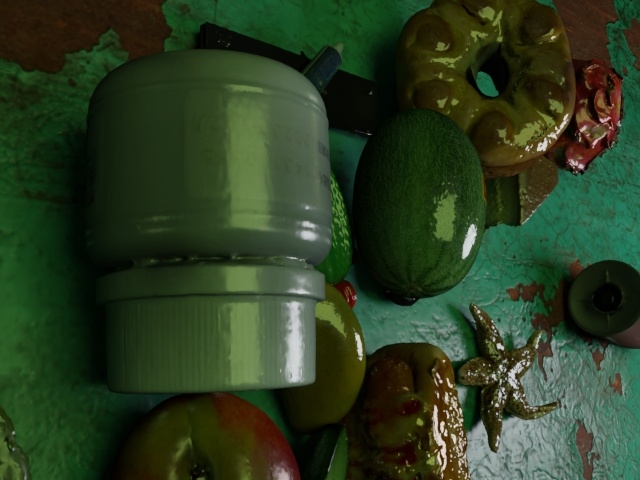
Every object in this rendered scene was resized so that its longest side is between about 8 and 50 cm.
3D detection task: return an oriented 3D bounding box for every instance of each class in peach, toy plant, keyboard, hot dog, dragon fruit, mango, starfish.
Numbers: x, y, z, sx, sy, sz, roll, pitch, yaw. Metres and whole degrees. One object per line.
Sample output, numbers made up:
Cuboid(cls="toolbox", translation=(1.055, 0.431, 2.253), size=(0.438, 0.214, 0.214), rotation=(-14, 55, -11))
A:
Cuboid(cls="peach", translation=(-0.113, 0.249, 0.685), size=(0.190, 0.192, 0.190), rotation=(4, 56, -5))
Cuboid(cls="toy plant", translation=(0.001, -0.012, 0.898), size=(0.240, 0.088, 0.155), rotation=(61, 30, -23))
Cuboid(cls="keyboard", translation=(-0.034, -0.221, 0.975), size=(0.317, 0.027, 0.106), rotation=(9, 74, -39))
Cuboid(cls="hot dog", translation=(0.101, 0.258, 0.860), size=(0.153, 0.150, 0.257), rotation=(5, 72, -51))
Cuboid(cls="dragon fruit", translation=(0.505, -0.270, 1.394), size=(0.189, 0.163, 0.262), rotation=(-2, 76, -13))
Cuboid(cls="mango", translation=(-0.007, 0.133, 0.829), size=(0.122, 0.085, 0.191), rotation=(-22, 101, -11))
Cuboid(cls="starfish", translation=(0.292, 0.210, 1.092), size=(0.236, 0.062, 0.277), rotation=(53, 51, -13))

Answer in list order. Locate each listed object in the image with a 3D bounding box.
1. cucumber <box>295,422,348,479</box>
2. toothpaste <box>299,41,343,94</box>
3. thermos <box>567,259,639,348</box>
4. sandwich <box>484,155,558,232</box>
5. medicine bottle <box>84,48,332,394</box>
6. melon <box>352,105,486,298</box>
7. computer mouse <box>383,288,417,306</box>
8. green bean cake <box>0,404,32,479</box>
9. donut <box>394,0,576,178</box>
Cuboid(cls="cucumber", translation=(-0.020, 0.325, 0.765), size=(0.115, 0.063, 0.244), rotation=(64, 39, -56))
Cuboid(cls="toothpaste", translation=(-0.017, -0.215, 0.947), size=(0.057, 0.034, 0.197), rotation=(45, 58, -18))
Cuboid(cls="thermos", translation=(0.608, 0.137, 1.350), size=(0.265, 0.146, 0.176), rotation=(25, 35, -42))
Cuboid(cls="sandwich", translation=(0.332, -0.118, 1.199), size=(0.128, 0.122, 0.236), rotation=(15, 69, -33))
Cuboid(cls="medicine bottle", translation=(-0.109, -0.007, 0.688), size=(0.245, 0.245, 0.306), rotation=(6, 77, -40))
Cuboid(cls="melon", translation=(0.133, -0.062, 0.929), size=(0.182, 0.182, 0.288), rotation=(20, 64, -35))
Cuboid(cls="computer mouse", translation=(0.146, 0.039, 1.028), size=(0.172, 0.057, 0.099), rotation=(-27, 95, -30))
Cuboid(cls="green bean cake", translation=(-0.316, 0.243, 0.516), size=(0.200, 0.113, 0.214), rotation=(-23, 91, -42))
Cuboid(cls="donut", translation=(0.258, -0.250, 1.087), size=(0.299, 0.150, 0.317), rotation=(41, 73, 15))
